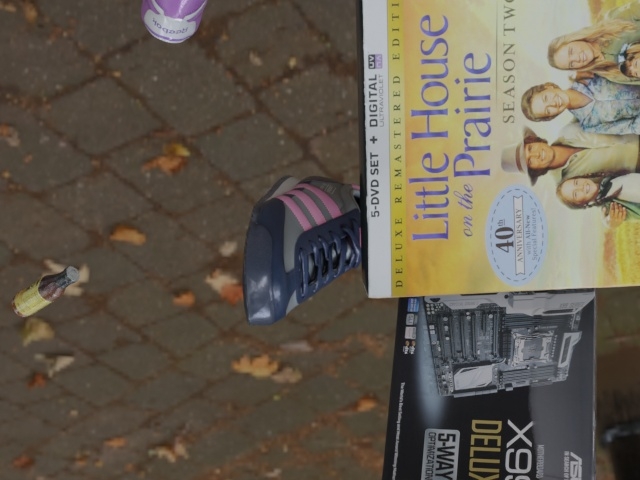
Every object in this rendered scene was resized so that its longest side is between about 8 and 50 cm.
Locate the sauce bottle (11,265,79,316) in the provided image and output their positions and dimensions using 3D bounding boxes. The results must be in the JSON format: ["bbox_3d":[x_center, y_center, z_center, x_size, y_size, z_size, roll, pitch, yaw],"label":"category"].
[{"bbox_3d":[-0.421,0.077,1.697,0.128,0.042,0.042,-29,138,27],"label":"sauce bottle"}]

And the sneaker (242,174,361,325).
[{"bbox_3d":[0.000,0.000,1.174,0.131,0.319,0.112,4,112,9],"label":"sneaker"}]

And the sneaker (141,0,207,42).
[{"bbox_3d":[-0.165,-0.353,1.314,0.102,0.282,0.161,16,139,-9],"label":"sneaker"}]

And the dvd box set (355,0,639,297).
[{"bbox_3d":[0.244,-0.108,1.006,0.420,0.062,0.308,-2,104,-3],"label":"dvd box set"}]

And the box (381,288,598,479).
[{"bbox_3d":[0.208,0.184,1.327,0.242,0.307,0.076,0,155,17],"label":"box"}]
